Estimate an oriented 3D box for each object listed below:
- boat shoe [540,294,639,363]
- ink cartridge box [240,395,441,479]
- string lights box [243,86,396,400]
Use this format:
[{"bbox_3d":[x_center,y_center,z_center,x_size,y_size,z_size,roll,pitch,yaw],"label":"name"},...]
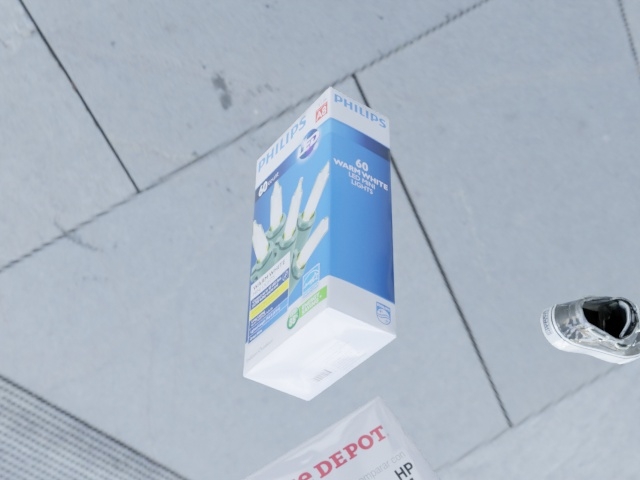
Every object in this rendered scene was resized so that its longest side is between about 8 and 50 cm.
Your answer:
[{"bbox_3d":[0.375,0.110,1.430,0.219,0.078,0.070,6,153,-42],"label":"boat shoe"},{"bbox_3d":[0.052,0.424,1.294,0.285,0.395,0.166,-26,162,-32],"label":"ink cartridge box"},{"bbox_3d":[0.000,0.000,1.037,0.076,0.260,0.133,24,135,-26],"label":"string lights box"}]
